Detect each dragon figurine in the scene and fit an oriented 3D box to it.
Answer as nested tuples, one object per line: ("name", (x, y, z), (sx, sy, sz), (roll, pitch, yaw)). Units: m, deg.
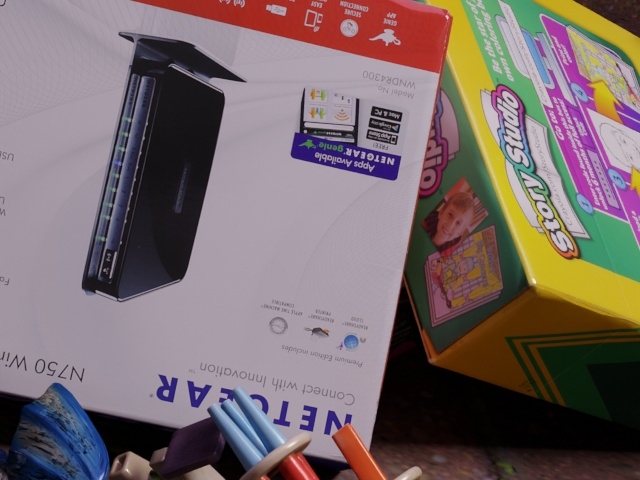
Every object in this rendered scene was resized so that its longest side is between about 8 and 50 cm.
("dragon figurine", (-0.155, 0.118, 0.820), (0.085, 0.144, 0.289), (2, 41, -37))

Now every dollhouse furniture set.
("dollhouse furniture set", (-0.075, 0.175, 0.978), (0.081, 0.091, 0.114), (50, 33, -27))

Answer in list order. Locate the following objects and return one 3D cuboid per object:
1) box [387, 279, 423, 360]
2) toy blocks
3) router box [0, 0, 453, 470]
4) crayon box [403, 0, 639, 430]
("box", (0.000, 0.000, 1.306), (0.163, 0.142, 0.247), (25, 21, 24))
("toy blocks", (0.008, 0.139, 0.976), (0.148, 0.054, 0.123), (52, 30, 10))
("router box", (-0.108, -0.033, 1.090), (0.336, 0.301, 0.082), (12, -11, -8))
("crayon box", (0.172, -0.045, 1.284), (0.313, 0.106, 0.362), (19, 41, -39))
